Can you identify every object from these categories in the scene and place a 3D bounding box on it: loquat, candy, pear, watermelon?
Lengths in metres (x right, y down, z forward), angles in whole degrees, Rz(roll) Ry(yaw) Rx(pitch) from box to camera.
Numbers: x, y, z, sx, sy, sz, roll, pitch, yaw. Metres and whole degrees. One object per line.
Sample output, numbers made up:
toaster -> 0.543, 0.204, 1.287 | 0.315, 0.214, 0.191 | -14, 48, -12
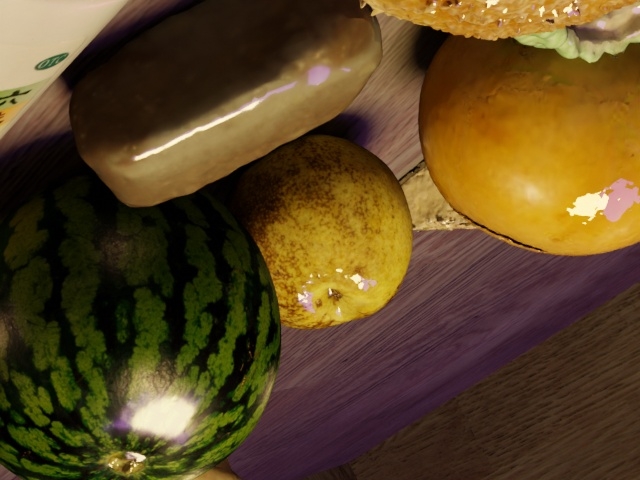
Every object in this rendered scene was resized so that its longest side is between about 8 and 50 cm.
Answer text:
loquat -> 0.217, -0.105, 0.966 | 0.263, 0.263, 0.263 | -24, 162, -8
candy -> -0.068, -0.115, 0.793 | 0.234, 0.102, 0.104 | -25, 162, -2
pear -> 0.000, 0.000, 1.078 | 0.197, 0.197, 0.197 | -24, 162, -8
watermelon -> -0.173, 0.080, 0.923 | 0.285, 0.285, 0.285 | -24, 162, -8

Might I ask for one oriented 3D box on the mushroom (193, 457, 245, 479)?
mushroom -> -0.198, 0.304, 1.612 | 0.290, 0.292, 0.292 | -55, 163, -6

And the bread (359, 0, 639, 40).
bread -> 0.115, -0.227, 0.535 | 0.305, 0.159, 0.306 | -16, 136, -16

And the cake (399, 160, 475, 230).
cake -> 0.136, -0.067, 1.319 | 0.086, 0.117, 0.220 | -5, -175, -44

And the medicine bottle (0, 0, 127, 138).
medicine bottle -> -0.213, -0.114, 0.563 | 0.324, 0.124, 0.179 | -39, 165, 30

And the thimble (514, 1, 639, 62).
thimble -> 0.204, -0.233, 0.765 | 0.219, 0.150, 0.219 | -24, 163, -8
